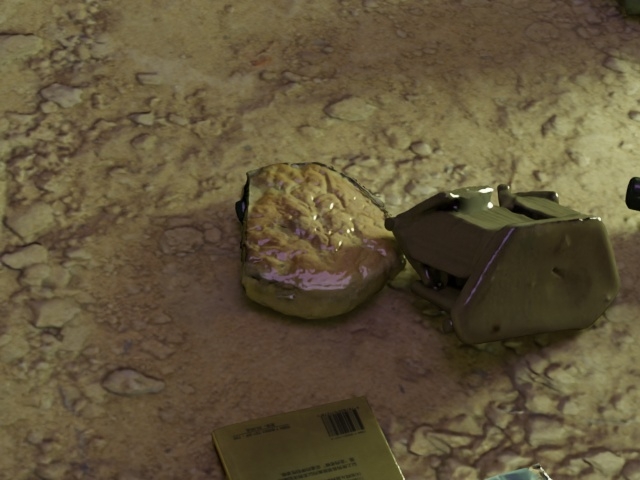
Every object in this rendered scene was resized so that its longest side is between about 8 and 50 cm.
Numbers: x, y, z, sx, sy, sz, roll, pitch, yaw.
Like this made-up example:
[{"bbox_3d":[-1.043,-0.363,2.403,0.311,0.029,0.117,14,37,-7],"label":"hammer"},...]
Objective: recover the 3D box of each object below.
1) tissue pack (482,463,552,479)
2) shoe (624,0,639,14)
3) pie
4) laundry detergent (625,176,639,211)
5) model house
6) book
[{"bbox_3d":[0.169,0.252,1.653,0.094,0.074,0.059,-15,44,-26],"label":"tissue pack"},{"bbox_3d":[0.410,-0.316,2.315,0.195,0.079,0.078,34,91,11],"label":"shoe"},{"bbox_3d":[0.000,-0.003,1.924,0.185,0.052,0.218,3,41,-1],"label":"pie"},{"bbox_3d":[0.446,-0.032,1.997,0.225,0.070,0.099,11,55,4],"label":"laundry detergent"},{"bbox_3d":[0.180,0.011,1.889,0.229,0.122,0.188,-9,30,-36],"label":"model house"},{"bbox_3d":[0.008,0.247,1.674,0.161,0.026,0.231,-10,45,-16],"label":"book"}]
